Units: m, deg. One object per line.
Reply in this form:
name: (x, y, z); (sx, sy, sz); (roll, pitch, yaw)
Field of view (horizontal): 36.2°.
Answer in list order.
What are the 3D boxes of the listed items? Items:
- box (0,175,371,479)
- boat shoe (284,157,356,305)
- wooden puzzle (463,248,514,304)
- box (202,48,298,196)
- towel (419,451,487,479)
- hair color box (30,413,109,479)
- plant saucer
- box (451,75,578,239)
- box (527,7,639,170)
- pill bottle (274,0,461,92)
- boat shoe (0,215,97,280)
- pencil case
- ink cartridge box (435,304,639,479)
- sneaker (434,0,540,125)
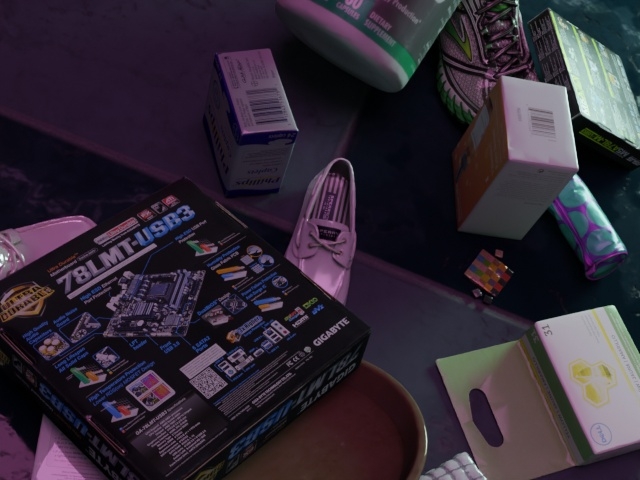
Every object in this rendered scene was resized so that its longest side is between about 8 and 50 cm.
box: (-0.150, 0.094, 1.004); (0.293, 0.073, 0.295); (37, 49, 22)
boat shoe: (0.000, 0.000, 1.168); (0.083, 0.076, 0.226); (9, 58, -9)
wooden puzzle: (0.212, 0.043, 1.241); (0.049, 0.006, 0.083); (37, 57, 9)
box: (-0.089, -0.141, 1.193); (0.072, 0.137, 0.126); (-9, 62, -18)
towel: (0.120, 0.382, 0.945); (0.235, 0.121, 0.283); (-21, 65, -27)
hair color box: (-0.236, 0.187, 1.004); (0.093, 0.053, 0.167); (7, 59, -8)
plant saucer: (-0.031, 0.210, 0.989); (0.278, 0.041, 0.278); (-2, 33, 2)
box: (0.240, -0.100, 1.237); (0.091, 0.170, 0.130); (8, 58, -12)
box: (0.378, -0.210, 1.372); (0.184, 0.045, 0.190); (17, 52, -37)
pill bottle: (0.116, -0.393, 1.274); (0.204, 0.204, 0.361); (32, 90, 6)
boat shoe: (-0.348, 0.038, 1.038); (0.277, 0.096, 0.098); (-30, 69, -29)
pencil case: (0.338, -0.025, 1.281); (0.070, 0.064, 0.151); (-8, 60, -37)
ink cartridge box: (0.275, 0.180, 1.147); (0.235, 0.056, 0.171); (-9, 63, -22)
sneaker: (0.223, -0.289, 1.364); (0.134, 0.146, 0.343); (-12, 64, -21)
